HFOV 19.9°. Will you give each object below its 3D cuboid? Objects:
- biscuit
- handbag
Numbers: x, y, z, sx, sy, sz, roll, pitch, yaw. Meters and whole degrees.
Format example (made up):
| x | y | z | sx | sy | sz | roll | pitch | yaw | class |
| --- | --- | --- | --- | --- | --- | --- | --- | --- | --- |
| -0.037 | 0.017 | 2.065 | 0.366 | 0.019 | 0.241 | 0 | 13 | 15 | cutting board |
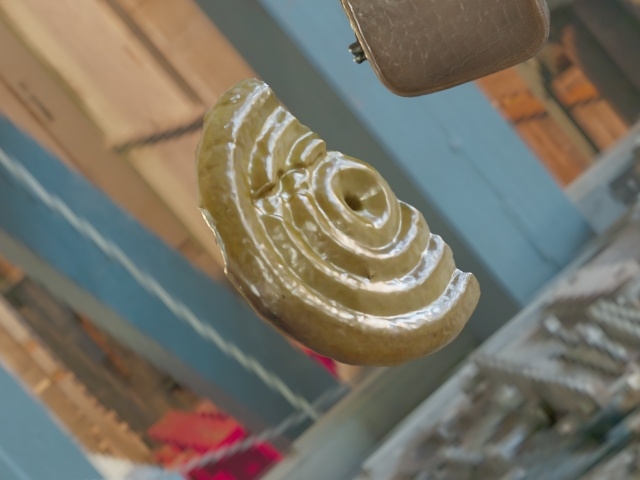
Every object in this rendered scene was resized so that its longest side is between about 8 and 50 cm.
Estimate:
| x | y | z | sx | sy | sz | roll | pitch | yaw | class |
| --- | --- | --- | --- | --- | --- | --- | --- | --- | --- |
| 0.001 | -0.001 | 1.183 | 0.033 | 0.224 | 0.144 | -41 | 7 | 49 | biscuit |
| 0.074 | -0.204 | 1.324 | 0.151 | 0.193 | 0.072 | -24 | 13 | 14 | handbag |
